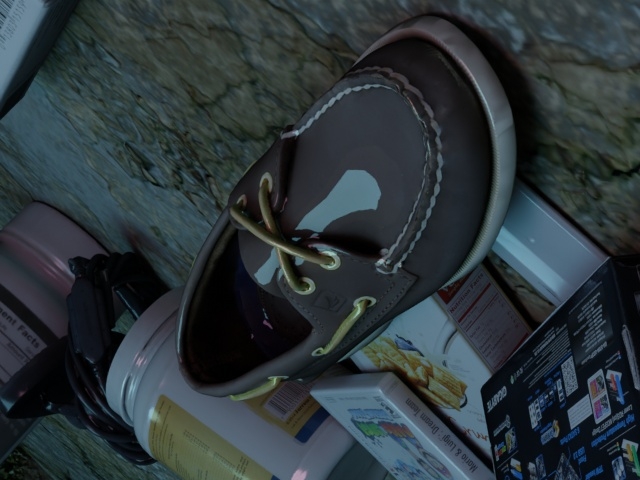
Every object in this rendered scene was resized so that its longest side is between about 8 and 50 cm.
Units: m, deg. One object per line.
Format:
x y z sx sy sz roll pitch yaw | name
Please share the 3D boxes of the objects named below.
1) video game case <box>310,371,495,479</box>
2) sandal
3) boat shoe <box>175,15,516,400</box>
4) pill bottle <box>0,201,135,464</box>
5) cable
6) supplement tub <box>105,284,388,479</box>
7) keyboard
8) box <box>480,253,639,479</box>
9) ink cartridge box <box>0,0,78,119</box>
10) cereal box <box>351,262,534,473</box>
0.067 0.144 1.060 0.143 0.019 0.157 45 164 -7 | video game case
-0.184 0.129 1.414 0.054 0.097 0.254 51 -157 23 | sandal
0.000 0.000 0.824 0.117 0.096 0.324 57 152 11 | boat shoe
-0.314 0.109 1.447 0.161 0.283 0.161 36 161 15 | pill bottle
-0.165 0.101 1.341 0.150 0.047 0.184 15 -121 -69 | cable
-0.053 0.135 1.221 0.199 0.144 0.144 33 159 24 | supplement tub
0.166 0.046 0.818 0.256 0.014 0.072 41 156 -1 | keyboard
0.143 0.123 0.773 0.220 0.051 0.175 116 147 -66 | box
-0.271 -0.198 1.010 0.239 0.060 0.275 44 156 -6 | ink cartridge box
0.087 0.085 0.992 0.240 0.047 0.173 50 160 -26 | cereal box
